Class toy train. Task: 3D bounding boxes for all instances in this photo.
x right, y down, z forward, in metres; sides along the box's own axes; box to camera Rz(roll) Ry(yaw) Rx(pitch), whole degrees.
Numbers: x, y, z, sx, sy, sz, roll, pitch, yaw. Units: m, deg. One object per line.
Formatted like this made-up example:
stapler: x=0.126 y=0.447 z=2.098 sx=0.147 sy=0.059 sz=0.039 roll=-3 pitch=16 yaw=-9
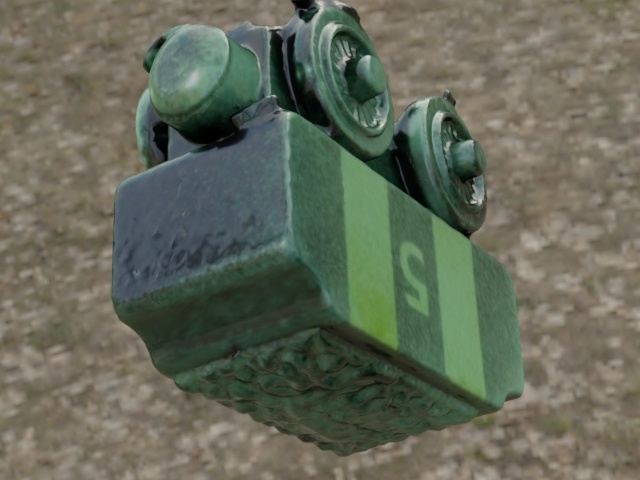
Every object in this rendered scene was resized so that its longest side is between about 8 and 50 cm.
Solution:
toy train: x=0.000 y=0.000 z=0.880 sx=0.167 sy=0.299 sz=0.238 roll=-21 pitch=56 yaw=30
